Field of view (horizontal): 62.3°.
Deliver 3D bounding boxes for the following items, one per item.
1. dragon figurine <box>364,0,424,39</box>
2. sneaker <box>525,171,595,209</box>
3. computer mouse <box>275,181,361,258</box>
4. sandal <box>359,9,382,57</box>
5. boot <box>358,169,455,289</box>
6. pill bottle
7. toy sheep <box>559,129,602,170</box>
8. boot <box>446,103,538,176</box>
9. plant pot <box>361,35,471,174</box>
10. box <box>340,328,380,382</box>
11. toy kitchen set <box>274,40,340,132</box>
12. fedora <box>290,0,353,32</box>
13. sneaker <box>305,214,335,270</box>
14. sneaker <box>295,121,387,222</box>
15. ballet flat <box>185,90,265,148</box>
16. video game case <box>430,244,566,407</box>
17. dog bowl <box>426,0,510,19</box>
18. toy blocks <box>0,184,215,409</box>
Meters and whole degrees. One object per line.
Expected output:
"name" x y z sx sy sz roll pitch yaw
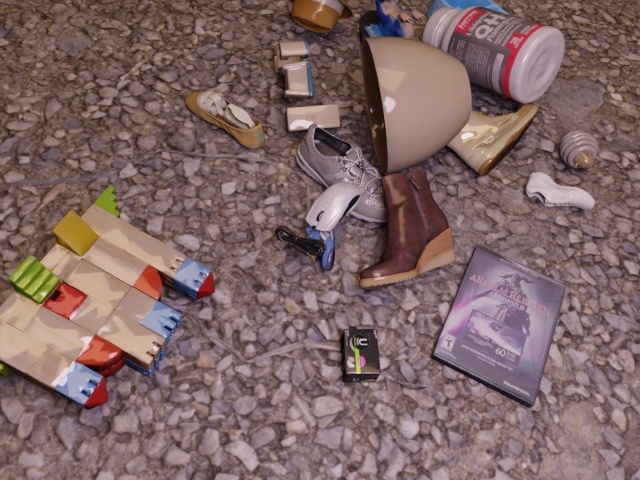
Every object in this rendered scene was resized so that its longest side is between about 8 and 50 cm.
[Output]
"dragon figurine" 0.176 -0.557 1.369 0.085 0.144 0.289 -29 74 -32
"sneaker" 0.536 -0.097 1.193 0.152 0.053 0.061 25 68 16
"computer mouse" 0.007 -0.056 1.044 0.106 0.042 0.193 29 67 25
"sandal" 0.136 -0.545 1.433 0.067 0.040 0.179 4 72 2
"boot" 0.148 -0.024 1.042 0.248 0.090 0.206 -17 85 -32
"pill bottle" 0.412 -0.473 1.308 0.176 0.176 0.318 -32 48 -23
"toy sheep" 0.613 -0.217 1.255 0.091 0.091 0.132 3 44 -5
"boot" 0.380 -0.287 1.267 0.203 0.095 0.262 39 64 18
"plant pot" 0.206 -0.294 1.115 0.191 0.284 0.284 -10 59 2
"box" 0.070 0.206 0.945 0.062 0.052 0.083 1 57 -6
"toy kitchen set" -0.036 -0.364 1.283 0.122 0.166 0.207 -6 96 -10
"fedora" -0.014 -0.605 1.402 0.194 0.194 0.079 18 94 5
"sneaker" 0.000 0.000 1.067 0.059 0.053 0.144 -3 54 -2
"sneaker" 0.063 -0.141 1.120 0.281 0.115 0.105 35 61 12
"ballet flat" -0.217 -0.296 1.211 0.232 0.073 0.080 34 60 14
"video game case" 0.352 0.154 1.026 0.196 0.026 0.274 26 60 9
"dog bowl" 0.432 -0.617 1.486 0.166 0.074 0.297 -26 65 -21
"toy blocks" -0.356 0.126 0.891 0.261 0.190 0.381 30 59 -1
